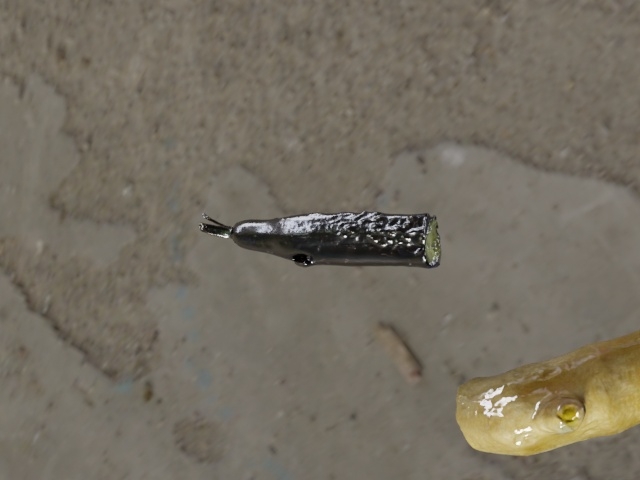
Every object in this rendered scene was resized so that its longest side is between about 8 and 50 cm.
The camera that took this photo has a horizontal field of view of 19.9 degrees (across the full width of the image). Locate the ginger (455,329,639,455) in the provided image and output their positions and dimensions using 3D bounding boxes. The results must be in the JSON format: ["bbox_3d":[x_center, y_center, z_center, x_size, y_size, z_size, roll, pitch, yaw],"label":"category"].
[{"bbox_3d":[0.228,0.077,1.166,0.299,0.118,0.065,-18,93,-12],"label":"ginger"}]

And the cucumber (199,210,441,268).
[{"bbox_3d":[0.000,0.000,1.171,0.163,0.043,0.039,-1,60,28],"label":"cucumber"}]
